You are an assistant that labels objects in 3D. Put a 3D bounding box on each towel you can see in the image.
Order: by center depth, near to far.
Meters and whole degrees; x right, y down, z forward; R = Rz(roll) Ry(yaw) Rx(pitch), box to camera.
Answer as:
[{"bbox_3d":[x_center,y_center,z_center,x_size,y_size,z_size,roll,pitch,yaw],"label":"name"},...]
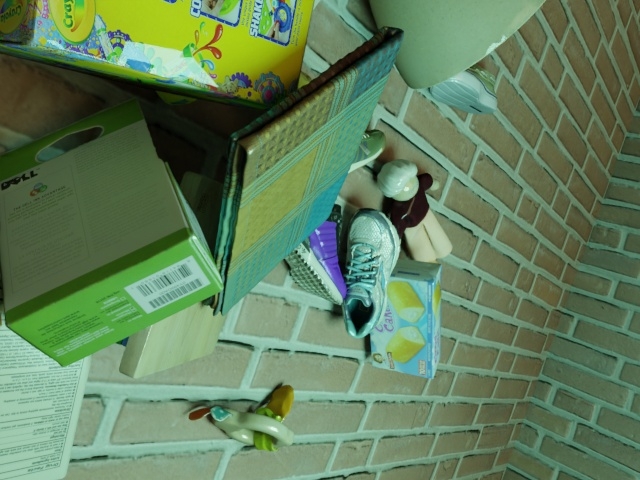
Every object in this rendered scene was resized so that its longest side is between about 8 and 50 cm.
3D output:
[{"bbox_3d":[-0.034,-0.071,0.740,0.271,0.040,0.370,-44,167,-31],"label":"towel"}]

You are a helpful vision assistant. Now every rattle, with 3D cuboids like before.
[{"bbox_3d":[-0.134,0.301,1.087,0.200,0.130,0.142,34,65,-24],"label":"rattle"}]

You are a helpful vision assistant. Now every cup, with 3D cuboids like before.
[{"bbox_3d":[0.208,-0.466,1.009,0.237,0.331,0.331,43,69,-22],"label":"cup"}]

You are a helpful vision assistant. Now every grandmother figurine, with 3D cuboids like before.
[{"bbox_3d":[0.215,-0.064,1.323,0.342,0.104,0.207,53,53,-49],"label":"grandmother figurine"}]

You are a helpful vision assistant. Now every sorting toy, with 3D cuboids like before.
[{"bbox_3d":[-0.196,0.039,0.823,0.255,0.090,0.257,19,89,-78],"label":"sorting toy"}]

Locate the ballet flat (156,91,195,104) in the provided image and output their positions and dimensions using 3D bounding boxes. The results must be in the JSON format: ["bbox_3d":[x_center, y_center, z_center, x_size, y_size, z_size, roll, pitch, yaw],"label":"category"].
[{"bbox_3d":[-0.159,-0.292,0.798,0.077,0.077,0.230,19,90,-51],"label":"ballet flat"}]

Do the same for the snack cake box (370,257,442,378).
[{"bbox_3d":[0.194,0.175,1.339,0.089,0.152,0.264,-51,141,-54],"label":"snack cake box"}]

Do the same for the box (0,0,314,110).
[{"bbox_3d":[-0.205,-0.253,0.589,0.279,0.290,0.176,0,105,-51],"label":"box"}]

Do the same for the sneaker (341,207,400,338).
[{"bbox_3d":[0.097,0.075,1.200,0.122,0.110,0.282,-49,142,-61],"label":"sneaker"}]

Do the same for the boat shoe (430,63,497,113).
[{"bbox_3d":[0.329,-0.363,1.345,0.302,0.109,0.094,2,88,-59],"label":"boat shoe"}]

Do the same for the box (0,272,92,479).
[{"bbox_3d":[-0.375,0.163,0.694,0.149,0.127,0.232,8,99,-51],"label":"box"}]

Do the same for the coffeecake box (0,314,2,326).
[{"bbox_3d":[-0.414,0.032,0.542,0.142,0.185,0.068,-31,160,-39],"label":"coffeecake box"}]

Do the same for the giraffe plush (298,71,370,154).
[{"bbox_3d":[-0.050,-0.154,0.940,0.170,0.210,0.181,-46,165,23],"label":"giraffe plush"}]

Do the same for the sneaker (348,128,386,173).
[{"bbox_3d":[0.056,-0.184,1.105,0.192,0.064,0.086,-36,135,-31],"label":"sneaker"}]

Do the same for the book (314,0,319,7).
[{"bbox_3d":[-0.067,-0.335,0.835,0.096,0.144,0.035,-59,140,-15],"label":"book"}]

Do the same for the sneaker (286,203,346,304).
[{"bbox_3d":[0.001,0.000,1.090,0.146,0.102,0.293,-54,139,-21],"label":"sneaker"}]

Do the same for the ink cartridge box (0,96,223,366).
[{"bbox_3d":[-0.240,-0.024,0.644,0.189,0.255,0.097,-26,142,-5],"label":"ink cartridge box"}]
